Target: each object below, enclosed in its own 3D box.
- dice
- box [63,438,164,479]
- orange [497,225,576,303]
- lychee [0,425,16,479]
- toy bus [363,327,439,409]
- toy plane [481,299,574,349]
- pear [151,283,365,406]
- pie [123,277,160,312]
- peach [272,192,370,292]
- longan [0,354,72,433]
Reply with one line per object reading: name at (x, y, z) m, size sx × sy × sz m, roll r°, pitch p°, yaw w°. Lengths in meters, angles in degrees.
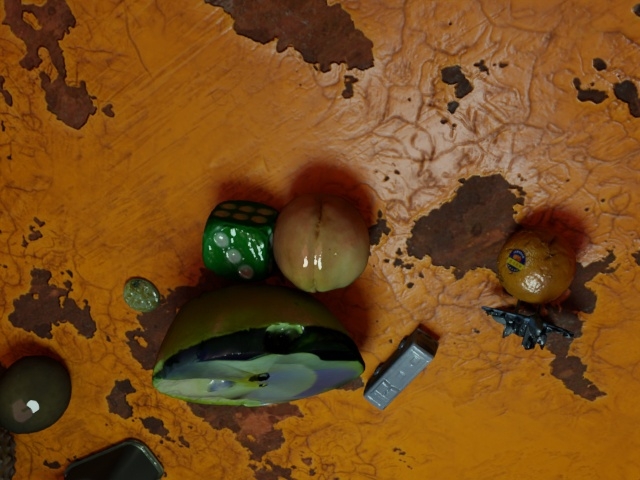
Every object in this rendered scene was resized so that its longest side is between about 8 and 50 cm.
dice at (-0.143, -0.001, 1.520) m, size 0.128 × 0.131 × 0.120 m, roll 11°, pitch 116°, yaw 12°
box at (-0.525, 0.597, 1.911) m, size 0.274 × 0.178 × 0.138 m, roll -29°, pitch 105°, yaw 26°
orange at (0.376, 0.043, 1.394) m, size 0.117 × 0.136 × 0.136 m, roll 11°, pitch 125°, yaw -29°
lychee at (-0.897, 0.523, 1.875) m, size 0.380 × 0.432 × 0.381 m, roll -3°, pitch 101°, yaw -18°
toy bus at (0.157, 0.257, 1.595) m, size 0.064 × 0.075 × 0.190 m, roll 35°, pitch 120°, yaw -4°
toy plane at (0.361, 0.150, 1.395) m, size 0.169 × 0.246 × 0.078 m, roll 17°, pitch 99°, yaw 7°
pear at (-0.124, 0.187, 1.540) m, size 0.398 × 0.165 × 0.399 m, roll -7°, pitch 155°, yaw -3°
pie at (-0.378, 0.117, 1.714) m, size 0.085 × 0.017 × 0.085 m, roll 6°, pitch 117°, yaw 13°
peach at (0.000, 0.000, 1.456) m, size 0.184 × 0.184 × 0.184 m, roll 7°, pitch 118°, yaw 13°
longan at (-0.653, 0.350, 1.831) m, size 0.189 × 0.189 × 0.189 m, roll 7°, pitch 118°, yaw 13°
